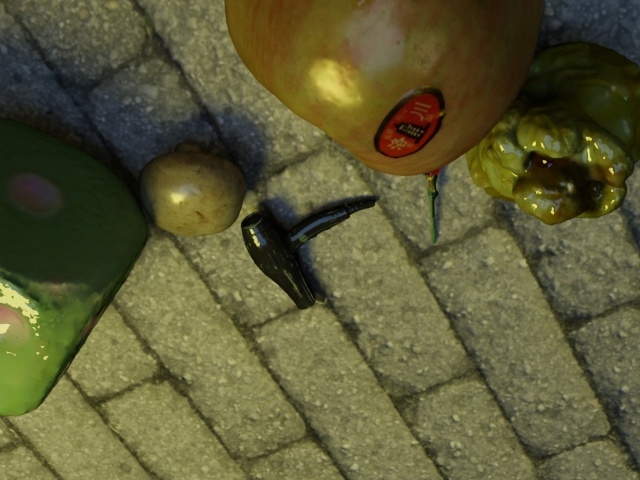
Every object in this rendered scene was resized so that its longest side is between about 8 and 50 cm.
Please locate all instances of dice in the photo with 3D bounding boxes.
[{"bbox_3d":[-0.467,0.042,1.237,0.322,0.318,0.330,34,125,-8],"label":"dice"}]

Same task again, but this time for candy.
[{"bbox_3d":[0.173,-0.077,1.328,0.060,0.060,0.201,-5,125,5],"label":"candy"}]

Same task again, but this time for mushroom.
[{"bbox_3d":[-0.193,-0.078,1.293,0.166,0.127,0.166,8,157,3],"label":"mushroom"}]

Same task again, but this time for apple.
[{"bbox_3d":[0.079,-0.289,1.041,0.391,0.391,0.347,35,99,-14],"label":"apple"}]

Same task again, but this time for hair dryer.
[{"bbox_3d":[0.000,0.000,1.371,0.219,0.075,0.196,-29,123,8],"label":"hair dryer"}]

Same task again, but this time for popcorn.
[{"bbox_3d":[0.333,-0.144,1.167,0.225,0.276,0.276,32,114,-8],"label":"popcorn"}]
